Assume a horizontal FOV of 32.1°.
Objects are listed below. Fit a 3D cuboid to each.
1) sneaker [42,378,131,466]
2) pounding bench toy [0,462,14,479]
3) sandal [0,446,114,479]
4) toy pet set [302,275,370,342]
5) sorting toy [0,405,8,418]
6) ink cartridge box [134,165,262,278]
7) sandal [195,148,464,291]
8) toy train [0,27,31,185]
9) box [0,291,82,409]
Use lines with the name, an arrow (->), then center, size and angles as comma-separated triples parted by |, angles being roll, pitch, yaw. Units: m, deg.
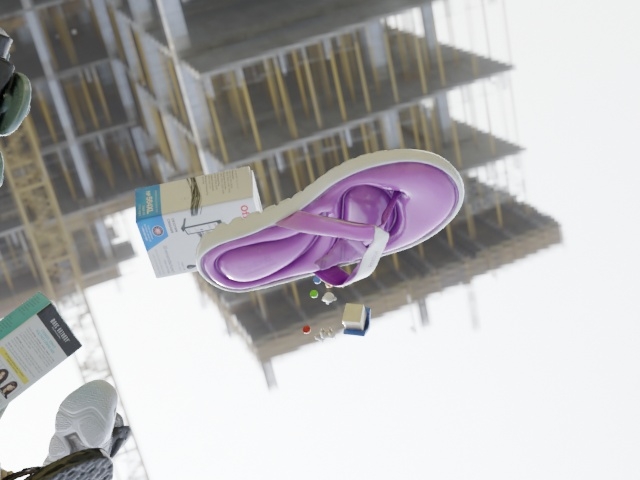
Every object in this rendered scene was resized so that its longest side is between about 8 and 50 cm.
sneaker -> -0.399, 0.325, 1.980 | 0.101, 0.268, 0.153 | 34, -148, 9
pounding bench toy -> -0.498, 0.385, 1.679 | 0.052, 0.065, 0.083 | -8, -117, 5
sandal -> -0.475, 0.438, 1.652 | 0.168, 0.446, 0.107 | 14, -146, -51
toy pet set -> 0.036, 0.140, 2.121 | 0.114, 0.065, 0.122 | 5, -119, 16
sorting toy -> -0.619, 0.269, 1.836 | 0.208, 0.038, 0.193 | 19, -110, 19
ink cartridge box -> -0.200, -0.029, 1.902 | 0.203, 0.148, 0.086 | -11, -137, 1
sandal -> 0.010, 0.008, 1.458 | 0.416, 0.169, 0.102 | -23, -135, 35
toy train -> -0.456, -0.100, 1.287 | 0.142, 0.333, 0.190 | 16, -175, -45
box -> -0.503, 0.196, 1.736 | 0.244, 0.100, 0.060 | -39, -146, -18
